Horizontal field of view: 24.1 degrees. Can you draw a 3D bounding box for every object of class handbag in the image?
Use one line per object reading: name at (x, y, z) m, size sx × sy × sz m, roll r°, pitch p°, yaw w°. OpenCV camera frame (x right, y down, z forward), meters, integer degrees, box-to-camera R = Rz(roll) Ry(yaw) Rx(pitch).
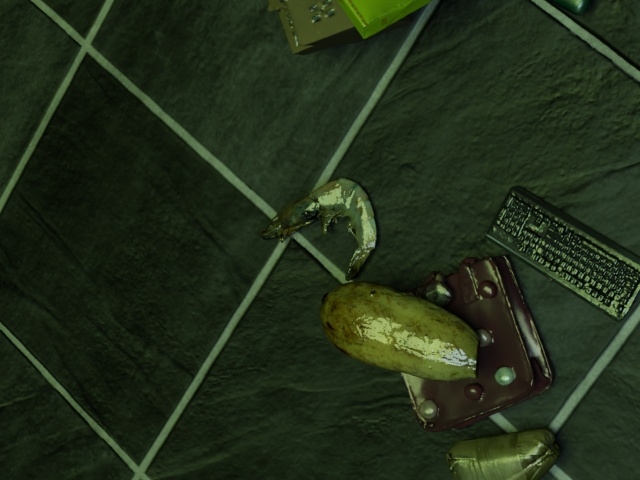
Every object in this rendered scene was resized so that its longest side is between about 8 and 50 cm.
handbag at (0.199, 0.143, 2.083) m, size 0.203 × 0.074 × 0.216 m, roll -26°, pitch 79°, yaw 30°

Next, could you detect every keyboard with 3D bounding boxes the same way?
keyboard at (0.331, 0.017, 2.023) m, size 0.230 × 0.025 × 0.094 m, roll 33°, pitch 106°, yaw 26°

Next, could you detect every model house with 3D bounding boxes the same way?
model house at (-0.002, -0.401, 2.110) m, size 0.176 × 0.181 × 0.248 m, roll -15°, pitch 89°, yaw 32°

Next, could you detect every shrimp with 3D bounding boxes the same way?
shrimp at (0.002, 0.000, 2.224) m, size 0.195 × 0.035 × 0.148 m, roll -28°, pitch 81°, yaw 29°

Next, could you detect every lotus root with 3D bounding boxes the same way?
lotus root at (0.104, 0.123, 2.047) m, size 0.258 × 0.097 × 0.110 m, roll 16°, pitch 96°, yaw 28°

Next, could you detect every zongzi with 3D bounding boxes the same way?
zongzi at (0.267, 0.349, 2.054) m, size 0.160 × 0.078 × 0.176 m, roll -15°, pitch 95°, yaw 31°

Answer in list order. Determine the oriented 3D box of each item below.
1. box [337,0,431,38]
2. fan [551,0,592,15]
box at (0.151, -0.422, 1.988) m, size 0.335 × 0.047 × 0.187 m, roll -30°, pitch 72°, yaw -8°
fan at (0.299, -0.350, 2.013) m, size 0.155 × 0.039 × 0.082 m, roll 37°, pitch 110°, yaw 24°
